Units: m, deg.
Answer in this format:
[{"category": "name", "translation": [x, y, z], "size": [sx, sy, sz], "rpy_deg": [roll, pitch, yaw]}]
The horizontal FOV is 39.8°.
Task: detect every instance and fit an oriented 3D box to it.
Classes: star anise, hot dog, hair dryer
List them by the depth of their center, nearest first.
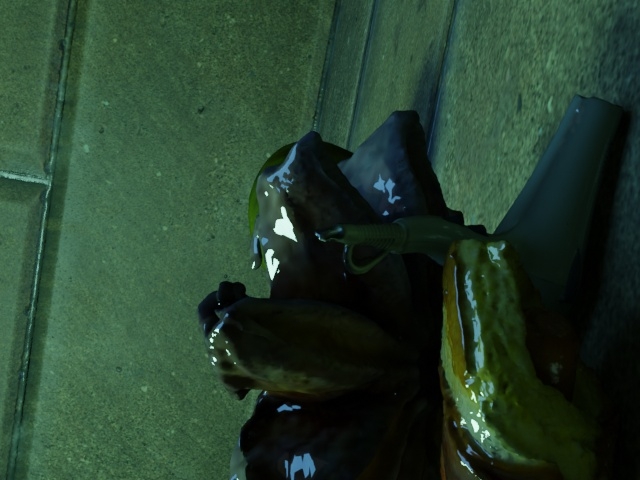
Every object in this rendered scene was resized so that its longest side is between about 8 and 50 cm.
[{"category": "hot dog", "translation": [0.110, 0.113, 0.469], "size": [0.123, 0.093, 0.262], "rpy_deg": [-84, -10, -53]}, {"category": "hair dryer", "translation": [0.098, -0.029, 0.498], "size": [0.067, 0.199, 0.167], "rpy_deg": [26, 85, 49]}, {"category": "star anise", "translation": [0.025, 0.075, 0.568], "size": [0.331, 0.117, 0.332], "rpy_deg": [-16, -72, -59]}]

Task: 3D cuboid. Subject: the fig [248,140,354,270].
[{"category": "fig", "translation": [0.000, 0.000, 1.071], "size": [0.203, 0.202, 0.225], "rpy_deg": [-89, 18, -51]}]
